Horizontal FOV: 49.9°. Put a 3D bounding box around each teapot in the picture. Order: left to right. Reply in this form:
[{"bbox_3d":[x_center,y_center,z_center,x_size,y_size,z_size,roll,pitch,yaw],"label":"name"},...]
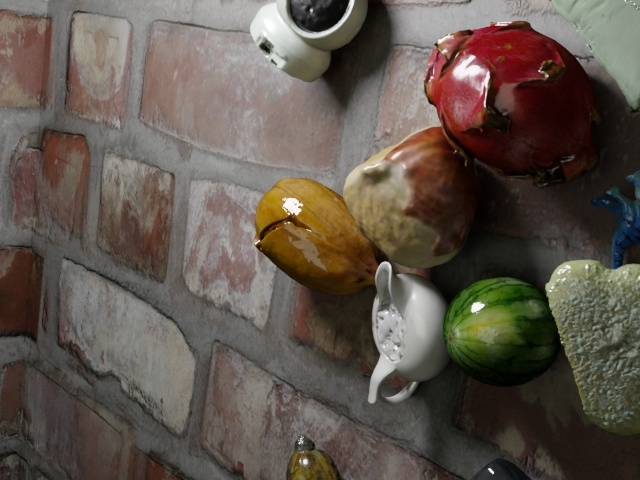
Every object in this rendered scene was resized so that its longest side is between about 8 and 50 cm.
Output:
[{"bbox_3d":[0.162,0.176,1.301,0.204,0.139,0.298,23,117,59],"label":"teapot"}]

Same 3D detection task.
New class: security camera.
[{"bbox_3d":[-0.009,-0.470,1.420,0.236,0.194,0.195,-42,65,30],"label":"security camera"}]

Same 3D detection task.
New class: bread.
[{"bbox_3d":[0.475,0.151,1.050,0.207,0.056,0.287,-22,89,21],"label":"bread"}]

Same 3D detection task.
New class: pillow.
[{"bbox_3d":[0.498,-0.394,1.001,0.312,0.119,0.310,-46,59,34],"label":"pillow"}]

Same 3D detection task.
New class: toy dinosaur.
[{"bbox_3d":[0.501,-0.053,1.048,0.144,0.076,0.329,50,125,20],"label":"toy dinosaur"}]

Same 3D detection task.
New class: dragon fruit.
[{"bbox_3d":[0.309,-0.225,1.107,0.250,0.250,0.315,-38,60,37],"label":"dragon fruit"}]

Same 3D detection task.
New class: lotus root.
[{"bbox_3d":[-0.017,0.535,1.518,0.120,0.120,0.210,-29,76,40],"label":"lotus root"}]

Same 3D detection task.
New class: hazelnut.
[{"bbox_3d":[0.164,-0.087,1.244,0.261,0.241,0.261,-5,82,43],"label":"hazelnut"}]

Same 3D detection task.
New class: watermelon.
[{"bbox_3d":[0.317,0.153,1.163,0.188,0.214,0.188,178,90,-76],"label":"watermelon"}]

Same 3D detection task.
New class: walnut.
[{"bbox_3d":[0.000,0.000,1.428,0.336,0.209,0.209,33,114,28],"label":"walnut"}]

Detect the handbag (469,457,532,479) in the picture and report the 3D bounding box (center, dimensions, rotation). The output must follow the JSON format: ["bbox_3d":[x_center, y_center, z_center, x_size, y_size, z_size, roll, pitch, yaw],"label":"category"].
[{"bbox_3d":[0.331,0.513,1.152,0.181,0.181,0.254,-51,59,8],"label":"handbag"}]
